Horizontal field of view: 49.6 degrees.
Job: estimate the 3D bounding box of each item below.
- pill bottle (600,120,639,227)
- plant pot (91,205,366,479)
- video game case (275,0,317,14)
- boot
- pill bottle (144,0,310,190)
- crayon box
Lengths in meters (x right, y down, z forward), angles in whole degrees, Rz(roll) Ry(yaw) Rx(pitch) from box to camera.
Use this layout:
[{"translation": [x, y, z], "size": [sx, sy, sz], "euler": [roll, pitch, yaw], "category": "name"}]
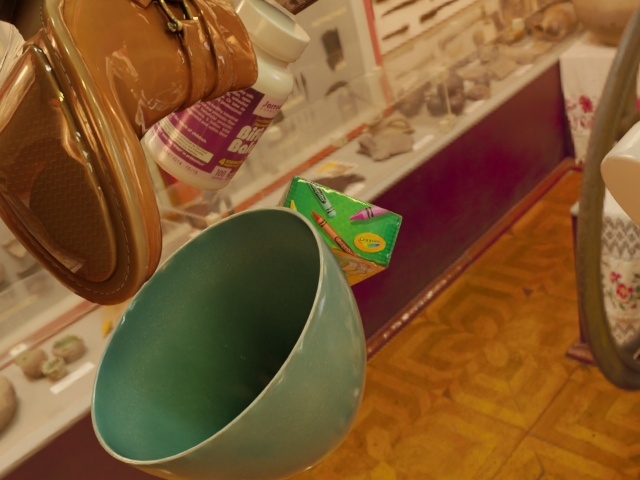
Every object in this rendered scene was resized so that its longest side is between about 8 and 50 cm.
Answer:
[{"translation": [0.352, -0.113, 0.493], "size": [0.283, 0.160, 0.160], "euler": [-46, 32, 2], "category": "pill bottle"}, {"translation": [-0.063, 0.137, 0.730], "size": [0.290, 0.195, 0.290], "euler": [-27, 38, 23], "category": "plant pot"}, {"translation": [-0.090, -0.484, 1.103], "size": [0.248, 0.274, 0.035], "euler": [1, 63, 62], "category": "video game case"}, {"translation": [-0.122, -0.102, 0.464], "size": [0.109, 0.284, 0.220], "euler": [-41, -16, 29], "category": "boot"}, {"translation": [-0.150, -0.244, 1.148], "size": [0.302, 0.169, 0.169], "euler": [-52, 19, 23], "category": "pill bottle"}, {"translation": [0.000, 0.000, 1.069], "size": [0.278, 0.165, 0.081], "euler": [138, 151, -73], "category": "crayon box"}]
